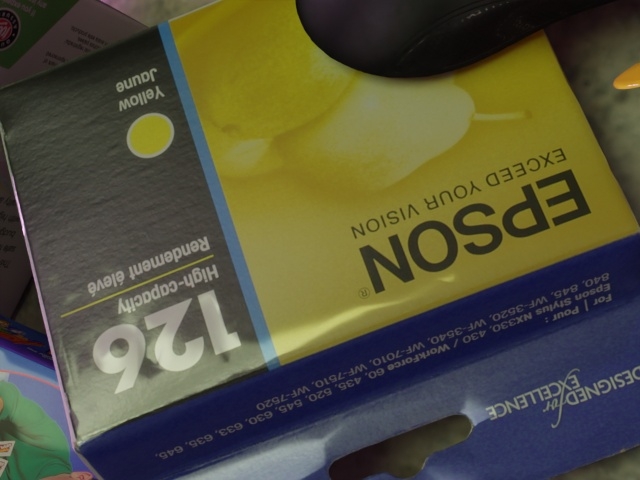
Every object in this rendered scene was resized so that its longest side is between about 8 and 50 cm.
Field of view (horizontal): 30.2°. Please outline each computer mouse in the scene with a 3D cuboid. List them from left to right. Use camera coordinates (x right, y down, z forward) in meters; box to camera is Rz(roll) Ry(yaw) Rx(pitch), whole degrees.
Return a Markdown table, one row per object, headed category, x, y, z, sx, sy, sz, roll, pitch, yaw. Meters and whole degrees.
| category | x | y | z | sx | sy | sz | roll | pitch | yaw |
| --- | --- | --- | --- | --- | --- | --- | --- | --- | --- |
| computer mouse | 0.109 | -0.180 | 0.602 | 0.272 | 0.072 | 0.188 | -25 | 69 | 1 |

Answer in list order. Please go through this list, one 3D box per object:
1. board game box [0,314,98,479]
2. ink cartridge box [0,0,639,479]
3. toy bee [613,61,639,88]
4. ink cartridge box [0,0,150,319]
| category | x | y | z | sx | sy | sz | roll | pitch | yaw |
| --- | --- | --- | --- | --- | --- | --- | --- | --- | --- |
| board game box | -0.205 | 0.231 | 0.700 | 0.233 | 0.078 | 0.347 | 23 | 92 | 6 |
| ink cartridge box | 0.000 | 0.000 | 0.629 | 0.304 | 0.072 | 0.307 | -21 | 64 | 2 |
| toy bee | 0.225 | -0.076 | 0.504 | 0.195 | 0.298 | 0.162 | 0 | 39 | 13 |
| ink cartridge box | -0.258 | -0.060 | 0.771 | 0.117 | 0.201 | 0.278 | 30 | 96 | 21 |
